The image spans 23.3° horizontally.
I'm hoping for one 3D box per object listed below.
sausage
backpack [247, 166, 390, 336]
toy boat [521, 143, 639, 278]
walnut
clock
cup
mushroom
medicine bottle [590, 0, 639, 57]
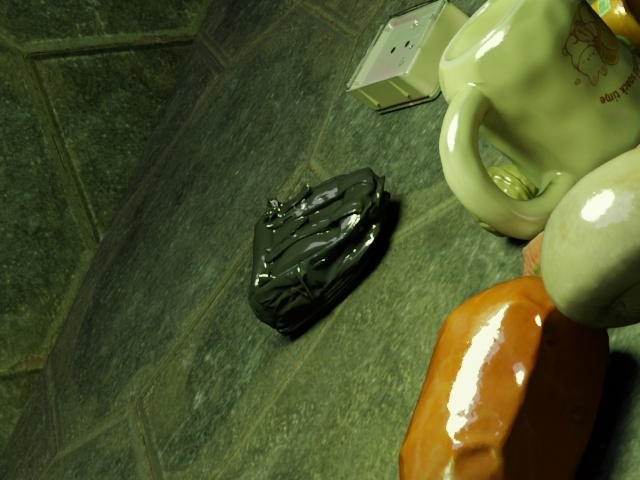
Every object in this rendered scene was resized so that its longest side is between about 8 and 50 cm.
[{"bbox_3d":[0.164,0.158,1.383,0.141,0.153,0.268,-10,50,53],"label":"sausage"},{"bbox_3d":[0.000,0.000,2.105,0.258,0.133,0.206,-35,31,32],"label":"backpack"},{"bbox_3d":[0.286,-0.016,1.478,0.318,0.099,0.141,-47,-7,22],"label":"toy boat"},{"bbox_3d":[0.209,-0.045,1.725,0.092,0.092,0.092,-47,21,24],"label":"walnut"},{"bbox_3d":[0.131,-0.270,2.289,0.147,0.071,0.192,-61,20,-15],"label":"clock"},{"bbox_3d":[0.212,-0.127,1.599,0.255,0.202,0.173,-50,13,-8],"label":"cup"},{"bbox_3d":[0.296,0.027,1.286,0.207,0.207,0.215,-43,58,33],"label":"mushroom"},{"bbox_3d":[0.299,-0.199,1.728,0.192,0.096,0.096,-39,25,39],"label":"medicine bottle"}]
